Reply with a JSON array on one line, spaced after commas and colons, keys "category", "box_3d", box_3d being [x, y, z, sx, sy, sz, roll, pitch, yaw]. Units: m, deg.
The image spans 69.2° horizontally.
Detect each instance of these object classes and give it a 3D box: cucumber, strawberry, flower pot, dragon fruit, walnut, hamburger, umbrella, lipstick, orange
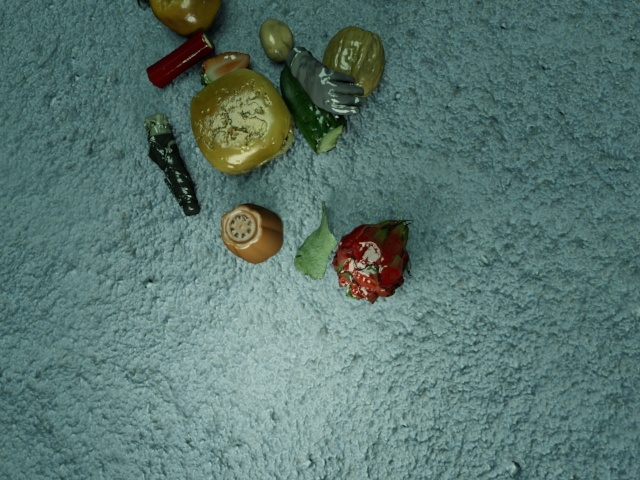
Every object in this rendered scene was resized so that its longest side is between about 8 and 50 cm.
[{"category": "cucumber", "box_3d": [-0.045, -0.442, 1.460, 0.105, 0.145, 0.326, -20, 75, -27]}, {"category": "strawberry", "box_3d": [-0.311, -0.557, 1.535, 0.187, 0.082, 0.147, -33, 78, -5]}, {"category": "flower pot", "box_3d": [-0.216, -0.026, 1.409, 0.190, 0.173, 0.191, -1, 85, 7]}, {"category": "dragon fruit", "box_3d": [0.155, 0.036, 1.340, 0.233, 0.234, 0.293, 27, 81, 9]}, {"category": "walnut", "box_3d": [0.100, -0.540, 1.430, 0.213, 0.213, 0.214, -1, 83, 7]}, {"category": "hamburger", "box_3d": [-0.250, -0.365, 1.439, 0.304, 0.174, 0.284, -31, 90, 2]}, {"category": "umbrella", "box_3d": [-0.485, -0.239, 1.499, 0.106, 0.113, 0.358, -21, 80, -18]}, {"category": "lipstick", "box_3d": [-0.463, -0.597, 1.537, 0.241, 0.080, 0.080, -28, 80, 15]}, {"category": "orange", "box_3d": [-0.427, -0.792, 1.529, 0.248, 0.183, 0.249, 2, 95, 22]}]

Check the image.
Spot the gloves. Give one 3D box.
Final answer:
[{"category": "gloves", "box_3d": [0.009, -0.449, 1.344, 0.285, 0.142, 0.119, 37, 59, 17]}]

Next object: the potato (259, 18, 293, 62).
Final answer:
[{"category": "potato", "box_3d": [-0.144, -0.654, 1.516, 0.111, 0.112, 0.147, -15, 84, 5]}]

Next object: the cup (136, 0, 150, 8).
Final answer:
[{"category": "cup", "box_3d": [-0.625, -0.866, 1.620, 0.077, 0.078, 0.100, 32, 118, 15]}]

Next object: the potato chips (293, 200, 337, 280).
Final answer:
[{"category": "potato chips", "box_3d": [-0.006, -0.004, 1.393, 0.059, 0.167, 0.229, 25, 91, -31]}]
